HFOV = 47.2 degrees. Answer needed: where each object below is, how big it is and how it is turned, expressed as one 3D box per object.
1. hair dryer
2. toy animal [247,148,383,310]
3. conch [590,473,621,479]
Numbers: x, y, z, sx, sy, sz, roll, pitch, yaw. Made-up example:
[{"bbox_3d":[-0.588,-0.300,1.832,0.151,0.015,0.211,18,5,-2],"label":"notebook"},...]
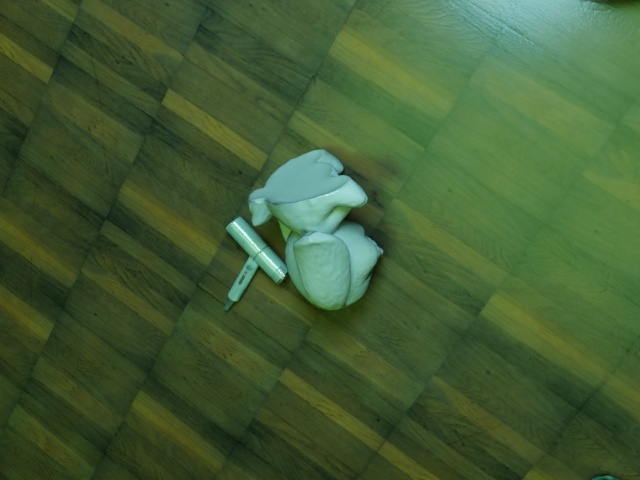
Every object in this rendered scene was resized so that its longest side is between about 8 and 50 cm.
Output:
[{"bbox_3d":[-0.167,0.065,1.482,0.155,0.044,0.183,48,114,5],"label":"hair dryer"},{"bbox_3d":[0.000,0.000,1.332,0.206,0.272,0.265,-23,119,-6],"label":"toy animal"},{"bbox_3d":[0.544,0.536,1.311,0.188,0.122,0.176,32,85,5],"label":"conch"}]
